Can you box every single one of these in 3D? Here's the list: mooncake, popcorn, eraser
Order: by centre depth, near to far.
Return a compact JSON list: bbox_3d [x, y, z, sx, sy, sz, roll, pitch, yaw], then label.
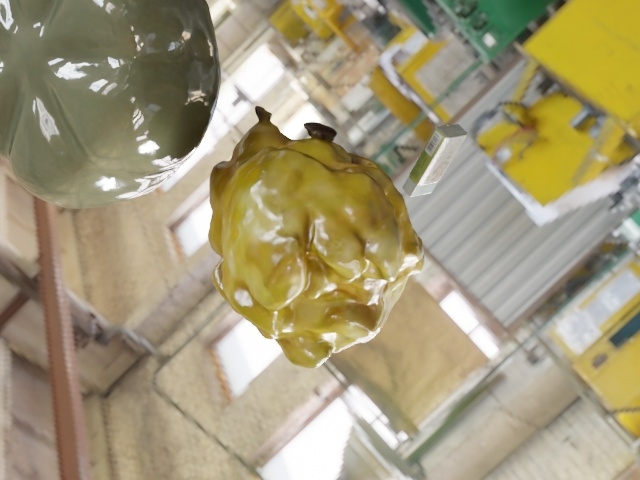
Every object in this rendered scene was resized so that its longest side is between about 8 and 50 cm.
[{"bbox_3d":[-0.002,0.002,1.021,0.190,0.191,0.253,6,-153,-23],"label":"popcorn"},{"bbox_3d":[-0.212,-0.163,1.023,0.135,0.275,0.275,-14,-123,-49],"label":"mooncake"},{"bbox_3d":[0.117,-0.082,1.187,0.038,0.083,0.019,-15,-127,-43],"label":"eraser"}]
